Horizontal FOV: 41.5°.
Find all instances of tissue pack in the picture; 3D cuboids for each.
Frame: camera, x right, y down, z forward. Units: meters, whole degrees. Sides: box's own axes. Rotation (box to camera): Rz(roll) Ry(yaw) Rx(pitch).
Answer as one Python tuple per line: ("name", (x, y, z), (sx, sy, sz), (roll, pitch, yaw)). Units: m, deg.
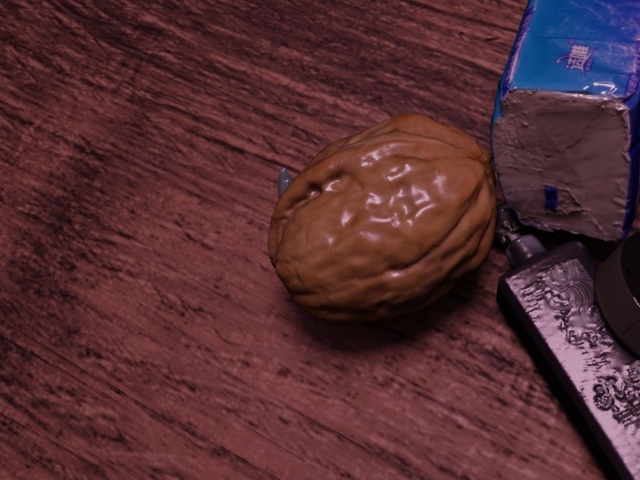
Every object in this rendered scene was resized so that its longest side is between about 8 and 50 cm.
("tissue pack", (0.259, -0.164, 0.812), (0.137, 0.209, 0.269), (8, 59, 25))

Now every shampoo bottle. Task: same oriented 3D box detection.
("shampoo bottle", (0.250, 0.091, 0.811), (0.098, 0.071, 0.309), (-28, 61, 0))

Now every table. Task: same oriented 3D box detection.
("table", (0.323, 0.054, 0.779), (0.134, 0.043, 0.133), (12, 49, -14))

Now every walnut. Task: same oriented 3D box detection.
("walnut", (0.059, -0.018, 0.831), (0.245, 0.198, 0.198), (-23, 64, 18))

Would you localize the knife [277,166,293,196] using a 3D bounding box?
("knife", (0.000, 0.001, 0.948), (0.028, 0.015, 0.210), (-35, 64, 4))
